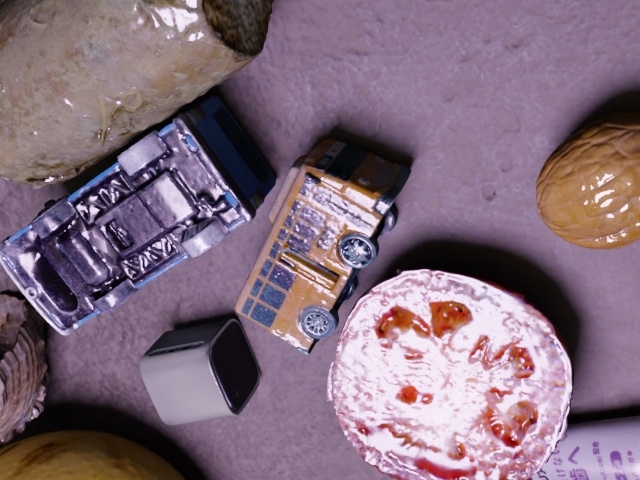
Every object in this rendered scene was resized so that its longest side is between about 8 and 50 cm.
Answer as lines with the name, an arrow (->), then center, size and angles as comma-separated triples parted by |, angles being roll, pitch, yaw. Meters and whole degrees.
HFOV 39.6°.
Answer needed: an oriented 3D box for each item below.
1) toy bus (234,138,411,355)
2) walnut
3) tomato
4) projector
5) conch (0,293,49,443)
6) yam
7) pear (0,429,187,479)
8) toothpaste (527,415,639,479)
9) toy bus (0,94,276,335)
toy bus -> 0.000, 0.000, 0.800 | 0.103, 0.091, 0.182 | 30, 121, 3
walnut -> 0.226, -0.047, 0.701 | 0.124, 0.105, 0.105 | -25, 104, 30
tomato -> 0.121, 0.120, 0.813 | 0.225, 0.085, 0.225 | 5, 105, 18
projector -> -0.121, 0.133, 0.902 | 0.082, 0.083, 0.083 | -13, 109, 23
conch -> -0.364, 0.145, 0.934 | 0.163, 0.245, 0.178 | 27, 93, -21
yam -> -0.167, -0.173, 0.737 | 0.304, 0.168, 0.168 | -27, 103, 27
pear -> -0.280, 0.377, 0.937 | 0.348, 0.348, 0.348 | 7, 115, 15
toothpaste -> 0.224, 0.218, 0.841 | 0.299, 0.073, 0.114 | -19, 106, 33
toy bus -> -0.167, -0.023, 0.819 | 0.234, 0.133, 0.116 | -30, 104, 22
